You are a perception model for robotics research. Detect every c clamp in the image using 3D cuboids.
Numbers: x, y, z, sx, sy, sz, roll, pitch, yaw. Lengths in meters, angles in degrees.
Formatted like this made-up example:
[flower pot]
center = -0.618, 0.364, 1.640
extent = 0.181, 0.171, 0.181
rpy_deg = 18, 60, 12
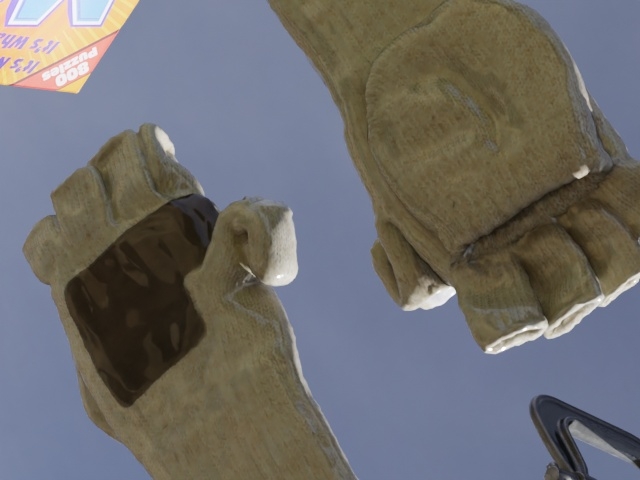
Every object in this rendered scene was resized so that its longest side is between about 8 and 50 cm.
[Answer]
[c clamp]
center = 0.181, 0.151, 1.037
extent = 0.022, 0.161, 0.137
rpy_deg = -51, -138, 19

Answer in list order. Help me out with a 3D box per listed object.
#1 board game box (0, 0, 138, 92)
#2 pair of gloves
[board game box]
center = -0.321, -0.379, 1.379
extent = 0.356, 0.356, 0.356
rpy_deg = 52, -61, 27
[pair of gloves]
center = 0.000, 0.000, 0.661
extent = 0.240, 0.042, 0.204
rpy_deg = -46, -120, 12
